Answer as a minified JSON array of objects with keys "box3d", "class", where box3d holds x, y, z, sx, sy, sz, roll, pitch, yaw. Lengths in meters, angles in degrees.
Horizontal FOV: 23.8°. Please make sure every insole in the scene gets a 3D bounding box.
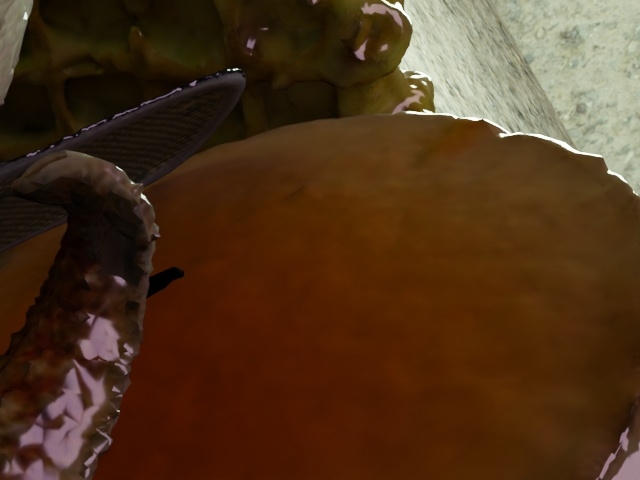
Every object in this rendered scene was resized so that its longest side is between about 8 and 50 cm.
[{"box3d":[-0.141,0.020,0.406,0.322,0.109,0.007,-29,82,-38],"class":"insole"}]

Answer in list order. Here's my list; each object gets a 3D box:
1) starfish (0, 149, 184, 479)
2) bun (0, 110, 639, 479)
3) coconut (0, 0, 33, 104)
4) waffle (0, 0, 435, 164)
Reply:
[{"box3d":[-0.111,0.082,0.281,0.303,0.312,0.113,-41,120,-54],"class":"starfish"},{"box3d":[-0.012,0.099,0.460,0.299,0.298,0.165,-90,162,-58],"class":"bun"},{"box3d":[-0.205,-0.119,0.367,0.297,0.297,0.254,55,26,-6],"class":"coconut"},{"box3d":[-0.090,-0.040,0.587,0.249,0.253,0.056,24,38,-11],"class":"waffle"}]
